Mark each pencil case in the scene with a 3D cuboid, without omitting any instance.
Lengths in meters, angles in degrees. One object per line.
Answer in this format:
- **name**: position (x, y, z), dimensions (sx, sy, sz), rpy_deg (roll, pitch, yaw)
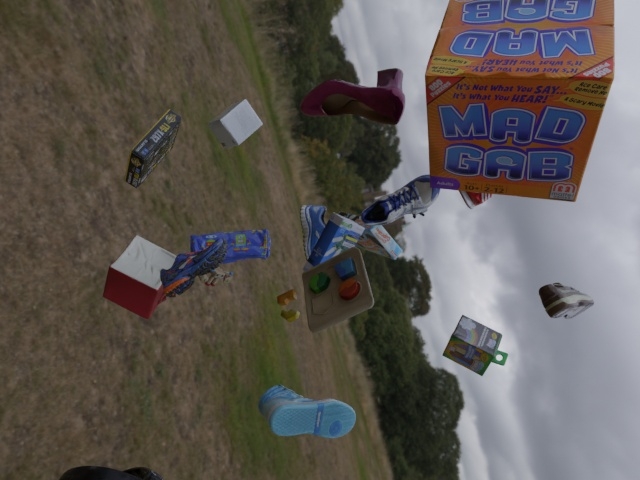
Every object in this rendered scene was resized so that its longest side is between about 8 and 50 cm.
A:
- **pencil case**: position (-0.336, 0.029, 1.809), dimensions (0.119, 0.306, 0.133), rpy_deg (100, -20, -52)

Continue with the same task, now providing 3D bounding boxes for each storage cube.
- **storage cube**: position (-0.654, 0.135, 1.784), dimensions (0.193, 0.215, 0.184), rpy_deg (-57, -173, 42)

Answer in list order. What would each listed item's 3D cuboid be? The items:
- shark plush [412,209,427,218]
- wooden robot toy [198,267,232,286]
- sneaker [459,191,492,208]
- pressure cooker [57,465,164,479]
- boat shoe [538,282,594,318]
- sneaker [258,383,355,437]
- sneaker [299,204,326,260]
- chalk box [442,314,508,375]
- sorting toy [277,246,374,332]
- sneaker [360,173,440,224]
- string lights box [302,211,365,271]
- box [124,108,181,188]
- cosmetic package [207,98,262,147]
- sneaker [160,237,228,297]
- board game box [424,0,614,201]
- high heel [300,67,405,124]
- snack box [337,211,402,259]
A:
- **shark plush**: position (0.367, -0.117, 1.812), dimensions (0.067, 0.073, 0.161), rpy_deg (36, 13, 5)
- **wooden robot toy**: position (-0.379, 0.105, 1.664), dimensions (0.079, 0.076, 0.173), rpy_deg (52, 17, 28)
- **sneaker**: position (0.540, -0.235, 1.732), dimensions (0.221, 0.128, 0.087), rpy_deg (60, 23, -5)
- **pressure cooker**: position (-0.590, 0.801, 1.259), dimensions (0.420, 0.370, 0.375), rpy_deg (-74, 174, -55)
- **boat shoe**: position (0.686, 0.157, 1.358), dimensions (0.257, 0.095, 0.095), rpy_deg (12, 43, -49)
- **sneaker**: position (-0.054, 0.545, 1.584), dimensions (0.208, 0.319, 0.127), rpy_deg (12, -95, 60)
- **sneaker**: position (0.000, 0.000, 2.144), dimensions (0.130, 0.147, 0.330), rpy_deg (1, 81, -85)
- **chalk box**: position (0.599, 0.409, 1.844), dimensions (0.132, 0.213, 0.132), rpy_deg (-45, 155, -44)
- **sorting toy**: position (0.001, 0.161, 1.460), dimensions (0.041, 0.307, 0.229), rpy_deg (49, 20, -41)
- **sneaker**: position (0.271, -0.123, 1.654), dimensions (0.131, 0.296, 0.112), rpy_deg (-19, 79, -56)
- **string lights box**: position (0.051, 0.033, 1.895), dimensions (0.133, 0.260, 0.077), rpy_deg (20, 11, -42)
- **box**: position (-0.790, -0.433, 2.290), dimensions (0.257, 0.079, 0.322), rpy_deg (-42, -162, 54)
- **cosmetic package**: position (-0.420, -0.571, 2.382), dimensions (0.151, 0.184, 0.151), rpy_deg (3, -45, 53)
- **sneaker**: position (-0.350, 0.059, 1.318), dimensions (0.087, 0.221, 0.083), rpy_deg (53, -1, 16)
- **board game box**: position (0.471, -0.358, 1.183), dimensions (0.356, 0.356, 0.356), rpy_deg (70, 34, -51)
- **high heel**: position (0.085, -0.413, 1.523), dimensions (0.127, 0.377, 0.181), rpy_deg (31, 58, -47)
- **snack box**: position (0.198, -0.025, 2.101), dimensions (0.187, 0.060, 0.322), rpy_deg (47, -12, -26)
